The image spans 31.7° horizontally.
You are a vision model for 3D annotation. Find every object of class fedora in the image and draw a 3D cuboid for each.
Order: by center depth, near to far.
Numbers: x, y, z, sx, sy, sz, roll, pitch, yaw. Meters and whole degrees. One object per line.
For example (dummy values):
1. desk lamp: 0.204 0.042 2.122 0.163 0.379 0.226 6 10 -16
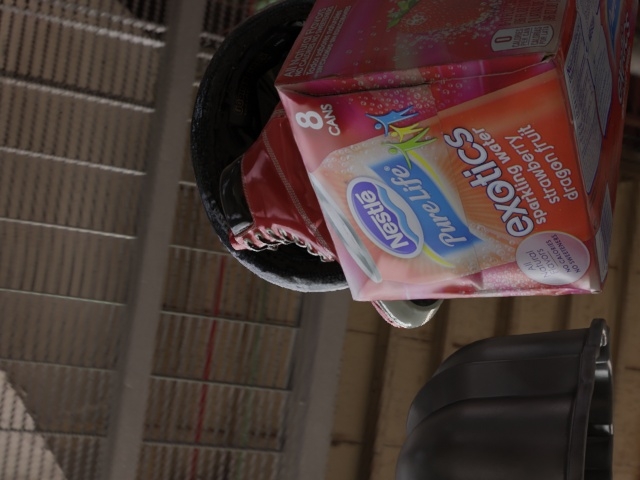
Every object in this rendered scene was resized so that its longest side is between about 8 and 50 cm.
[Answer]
1. fedora: 0.013 -0.109 1.297 0.152 0.334 0.334 1 -90 -70

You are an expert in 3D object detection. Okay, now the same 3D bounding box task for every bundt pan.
1. bundt pan: 0.122 0.211 0.749 0.124 0.331 0.331 3 -91 18

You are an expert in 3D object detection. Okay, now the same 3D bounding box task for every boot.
1. boot: 0.000 0.000 1.005 0.088 0.176 0.244 -4 -122 -46

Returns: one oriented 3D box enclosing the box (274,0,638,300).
1. box: 0.083 -0.102 0.558 0.257 0.122 0.128 -69 -33 -45
